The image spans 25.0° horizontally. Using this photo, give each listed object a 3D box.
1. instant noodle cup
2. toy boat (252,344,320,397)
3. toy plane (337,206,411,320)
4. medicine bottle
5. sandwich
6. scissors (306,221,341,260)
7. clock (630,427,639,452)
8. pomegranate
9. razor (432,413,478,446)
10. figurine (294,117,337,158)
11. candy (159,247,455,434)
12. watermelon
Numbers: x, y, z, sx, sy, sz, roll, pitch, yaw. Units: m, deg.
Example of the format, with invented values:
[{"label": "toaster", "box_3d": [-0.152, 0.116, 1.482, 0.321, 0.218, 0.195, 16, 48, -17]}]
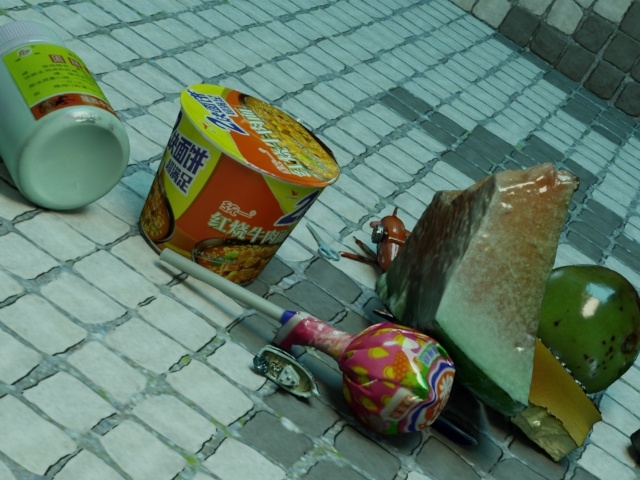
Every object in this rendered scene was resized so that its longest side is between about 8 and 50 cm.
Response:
[{"label": "instant noodle cup", "box_3d": [-0.107, -0.059, 1.712, 0.213, 0.174, 0.213, 25, 24, -12]}, {"label": "toy boat", "box_3d": [-0.034, 0.144, 1.555, 0.083, 0.038, 0.038, 32, 22, 3]}, {"label": "toy plane", "box_3d": [0.085, 0.026, 1.919, 0.126, 0.077, 0.194, 25, 31, 8]}, {"label": "medicine bottle", "box_3d": [-0.319, -0.149, 1.675, 0.139, 0.139, 0.225, 12, 29, -39]}, {"label": "sandwich", "box_3d": [0.254, 0.177, 1.775, 0.193, 0.058, 0.162, 50, 24, 8]}, {"label": "scissors", "box_3d": [0.000, 0.000, 1.942, 0.036, 0.006, 0.083, 12, 30, -37]}, {"label": "clock", "box_3d": [0.558, 0.320, 1.920, 0.279, 0.049, 0.273, 40, 25, 21]}, {"label": "pomegranate", "box_3d": [0.319, 0.105, 1.929, 0.224, 0.182, 0.181, 26, 16, 35]}, {"label": "razor", "box_3d": [0.119, 0.189, 1.672, 0.028, 0.044, 0.154, -34, 66, -33]}, {"label": "figurine", "box_3d": [-0.051, -0.149, 2.090, 0.146, 0.081, 0.098, 23, 23, -17]}, {"label": "candy", "box_3d": [-0.023, 0.096, 1.605, 0.365, 0.124, 0.124, 26, 21, 12]}, {"label": "watermelon", "box_3d": [0.168, 0.047, 1.694, 0.151, 0.302, 0.264, 11, 1, -10]}]
